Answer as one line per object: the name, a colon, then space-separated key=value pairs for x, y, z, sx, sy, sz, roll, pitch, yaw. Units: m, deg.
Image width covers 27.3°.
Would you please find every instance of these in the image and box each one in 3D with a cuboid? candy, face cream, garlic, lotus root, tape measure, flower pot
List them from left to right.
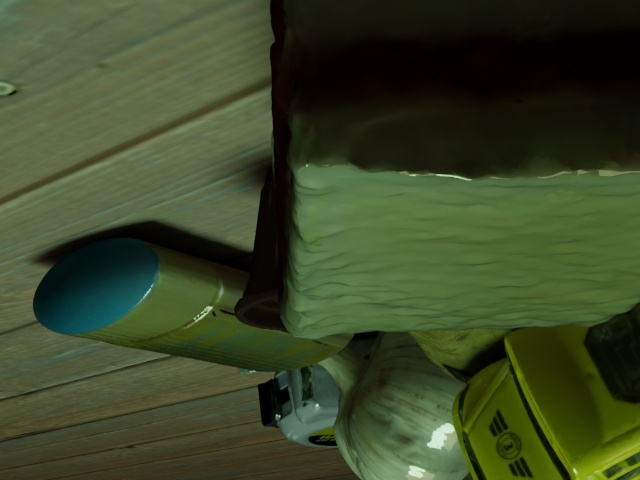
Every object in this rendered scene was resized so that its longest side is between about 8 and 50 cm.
face cream: x=-0.097 y=0.055 z=1.026 sx=0.139 sy=0.067 sz=0.285 roll=-12 pitch=164 yaw=28
flower pot: x=0.000 y=0.000 z=0.794 sx=0.111 sy=0.089 sz=0.111 roll=-4 pitch=164 yaw=-1
tape measure: x=0.031 y=0.151 z=1.374 sx=0.196 sy=0.105 sz=0.178 roll=4 pitch=156 yaw=-32
garlic: x=0.051 y=0.116 z=1.182 sx=0.226 sy=0.199 sz=0.199 roll=29 pitch=163 yaw=1
lotus root: x=0.110 y=0.040 z=0.972 sx=0.110 sy=0.097 sz=0.258 roll=-18 pitch=155 yaw=10
candy: x=0.069 y=-0.046 z=0.547 sx=0.180 sy=0.135 sz=0.320 roll=-1 pitch=167 yaw=-2

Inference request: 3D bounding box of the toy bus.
toy bus: x=0.239 y=0.086 z=0.897 sx=0.330 sy=0.144 sz=0.152 roll=-31 pitch=151 yaw=13
